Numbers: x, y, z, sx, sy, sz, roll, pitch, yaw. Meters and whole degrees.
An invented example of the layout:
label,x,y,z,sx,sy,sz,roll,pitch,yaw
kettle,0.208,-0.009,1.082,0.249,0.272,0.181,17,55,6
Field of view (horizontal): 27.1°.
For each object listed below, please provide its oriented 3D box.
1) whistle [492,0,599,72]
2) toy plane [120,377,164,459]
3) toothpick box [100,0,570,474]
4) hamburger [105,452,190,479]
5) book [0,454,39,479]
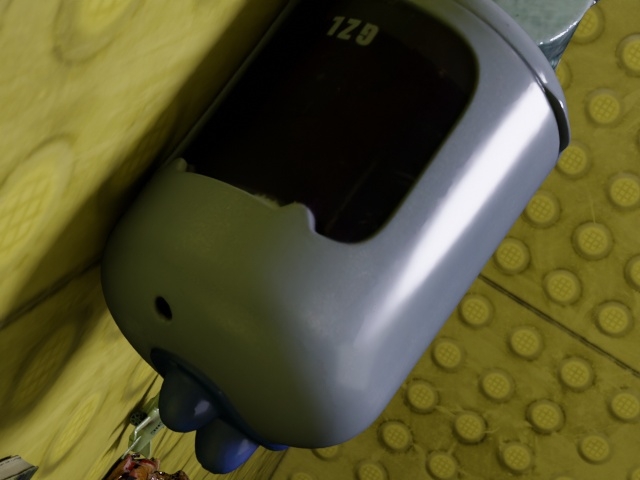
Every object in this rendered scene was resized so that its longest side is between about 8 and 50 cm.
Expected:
label,x,y,z,sx,sy,sz,roll,pitch,yaw
whistle,0.202,-0.283,1.354,0.404,0.188,0.168,-55,172,-23
toy plane,-0.173,0.182,1.398,0.111,0.040,0.102,-59,175,5
toothpick box,0.000,0.000,0.961,0.354,0.263,0.263,-53,172,-22
hamburger,-0.228,0.349,1.515,0.231,0.107,0.231,-61,180,0
book,-0.284,0.234,0.924,0.160,0.024,0.228,-56,174,3
